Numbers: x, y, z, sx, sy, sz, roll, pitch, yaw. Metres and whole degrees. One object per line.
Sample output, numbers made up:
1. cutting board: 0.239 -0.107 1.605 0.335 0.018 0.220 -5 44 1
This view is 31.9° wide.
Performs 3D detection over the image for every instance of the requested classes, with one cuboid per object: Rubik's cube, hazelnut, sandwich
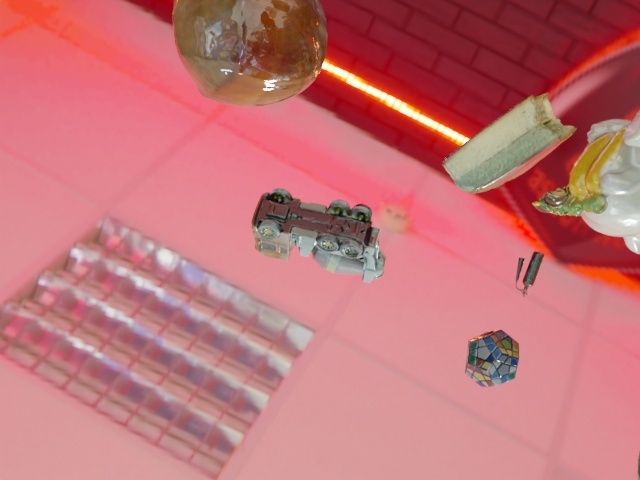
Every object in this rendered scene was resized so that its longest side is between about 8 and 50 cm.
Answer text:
1. Rubik's cube: 0.315 0.216 2.053 0.111 0.111 0.093 8 -164 -25
2. hazelnut: -0.085 -0.271 1.430 0.214 0.176 0.214 4 -98 -25
3. sandwich: 0.371 -0.190 2.171 0.220 0.186 0.108 -26 -102 -38

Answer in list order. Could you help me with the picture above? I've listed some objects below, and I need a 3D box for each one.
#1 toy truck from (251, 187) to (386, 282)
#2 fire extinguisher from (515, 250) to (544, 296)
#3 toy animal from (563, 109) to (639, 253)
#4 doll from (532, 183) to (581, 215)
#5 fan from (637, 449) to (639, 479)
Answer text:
1. toy truck: 0.000 0.000 2.128 0.256 0.140 0.108 12 -129 7
2. fire extinguisher: 0.423 0.067 2.307 0.046 0.100 0.032 19 -173 -7
3. toy animal: 0.495 -0.107 1.694 0.247 0.310 0.183 5 -129 -18
4. doll: 0.466 -0.066 2.140 0.113 0.078 0.077 -24 -103 -15
5. fan: 0.474 0.376 1.596 0.010 0.310 0.182 5 157 42
